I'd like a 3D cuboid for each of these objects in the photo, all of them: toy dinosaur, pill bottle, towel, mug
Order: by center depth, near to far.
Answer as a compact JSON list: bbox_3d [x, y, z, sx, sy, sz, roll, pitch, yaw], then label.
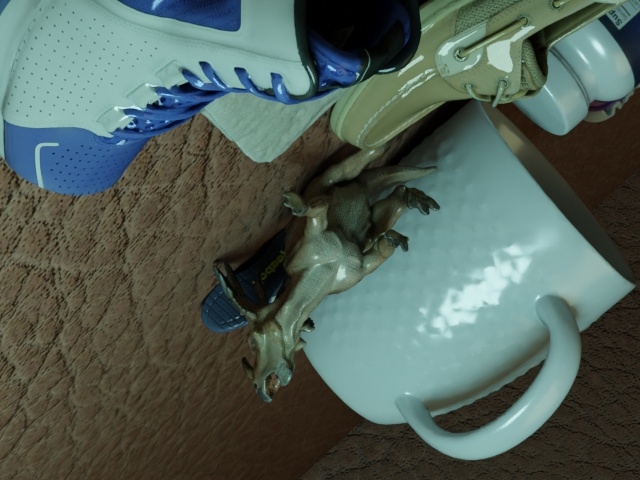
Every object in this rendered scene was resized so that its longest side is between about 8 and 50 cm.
[{"bbox_3d":[-0.019,-0.157,0.959,0.187,0.049,0.282,-45,165,-1],"label":"towel"},{"bbox_3d":[0.000,0.000,1.327,0.200,0.127,0.296,-44,-174,45],"label":"toy dinosaur"},{"bbox_3d":[0.306,-0.242,1.387,0.264,0.153,0.153,-42,166,-4],"label":"pill bottle"},{"bbox_3d":[0.156,0.075,1.476,0.328,0.374,0.276,-41,130,15],"label":"mug"}]

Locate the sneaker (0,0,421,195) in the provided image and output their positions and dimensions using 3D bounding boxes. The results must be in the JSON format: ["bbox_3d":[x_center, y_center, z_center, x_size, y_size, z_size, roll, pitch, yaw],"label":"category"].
[{"bbox_3d":[-0.058,-0.113,0.704,0.127,0.182,0.315,-24,155,-50],"label":"sneaker"}]

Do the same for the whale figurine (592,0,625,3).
[{"bbox_3d":[0.211,-0.262,0.967,0.141,0.216,0.272,-60,175,32],"label":"whale figurine"}]

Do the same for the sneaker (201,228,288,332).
[{"bbox_3d":[-0.063,0.049,1.405,0.144,0.053,0.059,-39,167,-14],"label":"sneaker"}]

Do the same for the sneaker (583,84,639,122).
[{"bbox_3d":[0.426,-0.262,1.788,0.236,0.095,0.104,-42,158,-2],"label":"sneaker"}]

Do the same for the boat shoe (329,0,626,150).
[{"bbox_3d":[0.153,-0.175,1.184,0.341,0.110,0.121,-38,169,24],"label":"boat shoe"}]
